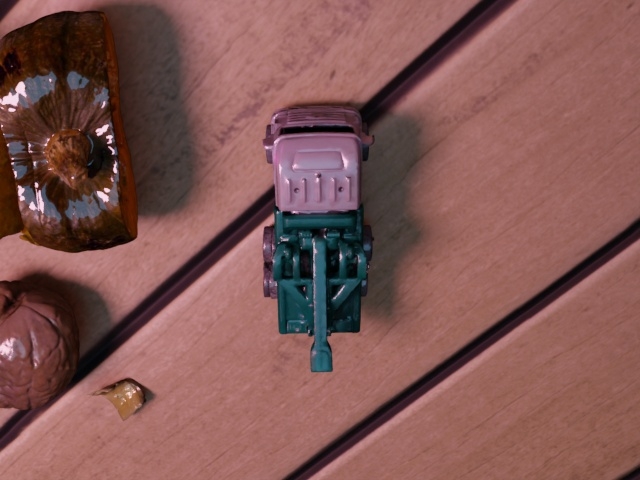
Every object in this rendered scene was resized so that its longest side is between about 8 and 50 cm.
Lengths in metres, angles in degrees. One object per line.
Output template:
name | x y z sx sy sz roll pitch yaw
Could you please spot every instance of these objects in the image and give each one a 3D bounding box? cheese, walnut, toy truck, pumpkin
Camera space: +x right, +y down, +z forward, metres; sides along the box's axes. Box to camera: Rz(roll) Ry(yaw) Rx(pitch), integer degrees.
cheese | -0.345 0.261 1.196 0.060 0.041 0.084 -40 121 22
walnut | -0.461 0.170 1.086 0.178 0.178 0.230 14 124 -9
toy truck | 0.000 -0.005 1.021 0.177 0.178 0.363 -1 112 -2
pumpkin | -0.323 -0.132 0.919 0.140 0.221 0.316 -1 113 -6

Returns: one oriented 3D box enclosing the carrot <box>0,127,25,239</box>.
carrot | -0.513 -0.120 0.909 0.242 0.241 0.340 -3 117 -1
